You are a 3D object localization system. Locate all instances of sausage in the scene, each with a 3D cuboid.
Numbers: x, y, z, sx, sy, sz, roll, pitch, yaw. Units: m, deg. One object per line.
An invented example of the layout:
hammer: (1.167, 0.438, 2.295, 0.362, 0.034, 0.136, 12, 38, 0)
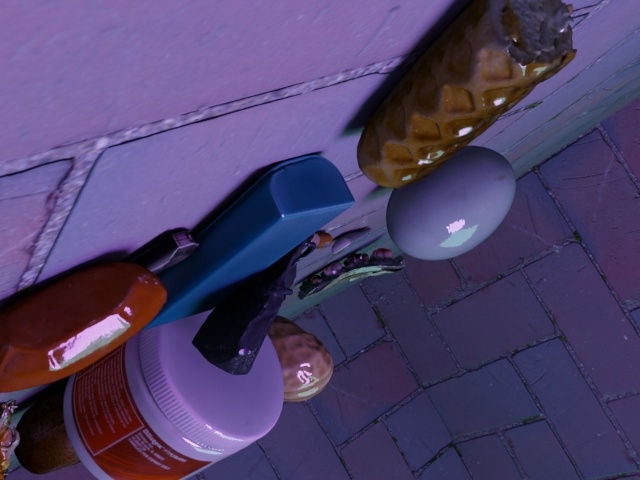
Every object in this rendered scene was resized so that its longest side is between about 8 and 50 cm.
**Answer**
sausage: (0.000, 0.000, 1.307, 0.031, 0.031, 0.107, -32, 173, 13)
sausage: (-0.230, 0.076, 0.667, 0.179, 0.089, 0.089, -31, 174, -29)

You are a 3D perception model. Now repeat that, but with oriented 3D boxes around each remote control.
remote control: (-0.221, 0.052, 0.763, 0.212, 0.028, 0.059, -32, 172, 15)
remote control: (0.069, -0.006, 1.589, 0.050, 0.027, 0.184, -32, 178, 21)

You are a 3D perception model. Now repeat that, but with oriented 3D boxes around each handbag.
handbag: (-0.071, 0.062, 0.941, 0.175, 0.088, 0.270, -46, -165, 52)

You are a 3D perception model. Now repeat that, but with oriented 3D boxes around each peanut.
peanut: (-0.134, 0.196, 1.273, 0.140, 0.325, 0.153, 69, 40, -57)

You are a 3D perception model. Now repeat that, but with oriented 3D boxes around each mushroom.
mushroom: (-0.447, 0.336, 1.324, 0.253, 0.153, 0.253, -32, 174, -3)

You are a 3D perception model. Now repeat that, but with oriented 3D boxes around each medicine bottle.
medicine bottle: (-0.223, 0.229, 1.089, 0.240, 0.253, 0.252, -34, 172, 29)

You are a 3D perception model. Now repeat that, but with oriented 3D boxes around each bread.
bread: (0.115, -0.128, 0.653, 0.087, 0.098, 0.269, 17, 154, -17)

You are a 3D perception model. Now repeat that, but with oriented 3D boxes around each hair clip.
hair clip: (0.083, 0.084, 2.039, 0.321, 0.091, 0.138, -15, 176, -20)

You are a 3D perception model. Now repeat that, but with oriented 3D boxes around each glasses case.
glasses case: (-0.103, 0.008, 0.815, 0.117, 0.070, 0.301, -15, 165, -48)

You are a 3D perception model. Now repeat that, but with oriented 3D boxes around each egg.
egg: (0.215, -0.063, 1.180, 0.230, 0.168, 0.168, -34, 173, 2)

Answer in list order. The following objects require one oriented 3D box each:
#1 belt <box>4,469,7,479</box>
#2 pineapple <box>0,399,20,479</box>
belt: (-0.606, 0.396, 1.268, 0.058, 0.105, 0.140, -12, 135, -57)
pineapple: (-0.613, 0.405, 1.104, 0.334, 0.158, 0.161, -30, 173, 0)
